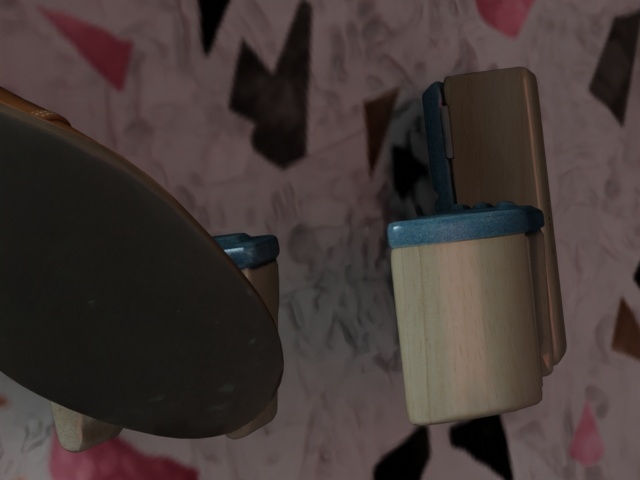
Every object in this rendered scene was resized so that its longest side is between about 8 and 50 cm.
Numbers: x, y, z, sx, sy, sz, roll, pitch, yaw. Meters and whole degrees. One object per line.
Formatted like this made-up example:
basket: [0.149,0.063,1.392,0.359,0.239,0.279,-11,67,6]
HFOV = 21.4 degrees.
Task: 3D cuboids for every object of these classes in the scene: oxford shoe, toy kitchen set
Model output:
oxford shoe: [-0.098,-0.018,0.515,0.212,0.076,0.076,37,105,-13]
toy kitchen set: [0.000,0.000,0.640,0.207,0.166,0.122,-8,92,-79]
